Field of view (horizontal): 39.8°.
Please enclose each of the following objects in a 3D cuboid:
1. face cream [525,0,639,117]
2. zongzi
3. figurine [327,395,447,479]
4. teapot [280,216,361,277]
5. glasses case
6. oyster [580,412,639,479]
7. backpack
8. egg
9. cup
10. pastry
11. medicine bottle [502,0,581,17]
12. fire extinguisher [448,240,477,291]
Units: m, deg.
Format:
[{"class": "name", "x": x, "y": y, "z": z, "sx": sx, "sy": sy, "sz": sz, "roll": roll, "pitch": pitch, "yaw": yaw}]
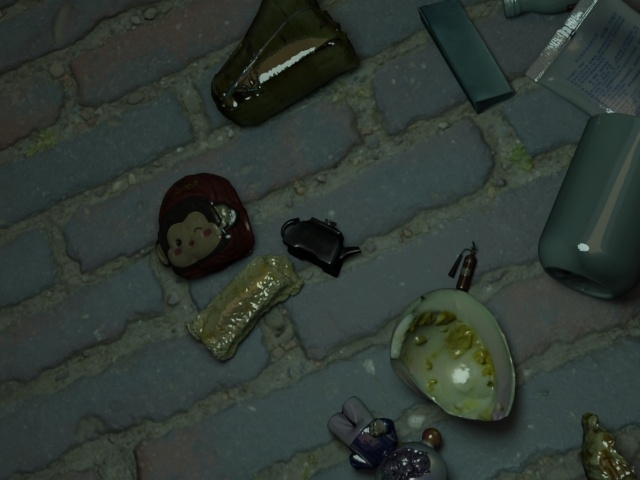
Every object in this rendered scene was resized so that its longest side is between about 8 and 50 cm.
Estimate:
[{"class": "face cream", "x": 0.635, "y": -0.313, "z": 1.759, "sx": 0.420, "sy": 0.137, "sz": 0.235, "roll": 43, "pitch": 110, "yaw": 24}, {"class": "zongzi", "x": -0.133, "y": -0.456, "z": 1.962, "sx": 0.323, "sy": 0.160, "sz": 0.360, "roll": -29, "pitch": 70, "yaw": 2}, {"class": "figurine", "x": 0.135, "y": 0.400, "z": 1.661, "sx": 0.194, "sy": 0.133, "sz": 0.274, "roll": -27, "pitch": 59, "yaw": 4}, {"class": "teapot", "x": 0.000, "y": 0.000, "z": 1.835, "sx": 0.177, "sy": 0.087, "sz": 0.096, "roll": 26, "pitch": 76, "yaw": 19}, {"class": "glasses case", "x": 0.307, "y": -0.398, "z": 1.908, "sx": 0.105, "sy": 0.056, "sz": 0.266, "roll": -18, "pitch": 68, "yaw": -19}, {"class": "oyster", "x": 0.537, "y": 0.472, "z": 1.544, "sx": 0.110, "sy": 0.166, "sz": 0.341, "roll": -22, "pitch": 86, "yaw": -3}, {"class": "backpack", "x": -0.249, "y": -0.039, "z": 1.881, "sx": 0.229, "sy": 0.139, "sz": 0.229, "roll": -4, "pitch": 82, "yaw": 28}, {"class": "egg", "x": 0.233, "y": 0.219, "z": 1.675, "sx": 0.271, "sy": 0.162, "sz": 0.206, "roll": 50, "pitch": 46, "yaw": -7}, {"class": "cup", "x": 0.545, "y": -0.059, "z": 1.664, "sx": 0.205, "sy": 0.205, "sz": 0.312, "roll": 23, "pitch": 82, "yaw": 18}, {"class": "pastry", "x": -0.154, "y": 0.133, "z": 1.832, "sx": 0.258, "sy": 0.089, "sz": 0.121, "roll": -42, "pitch": 81, "yaw": 1}, {"class": "medicine bottle", "x": 0.496, "y": -0.526, "z": 1.875, "sx": 0.216, "sy": 0.090, "sz": 0.090, "roll": -9, "pitch": 72, "yaw": 11}, {"class": "fire extinguisher", "x": 0.288, "y": 0.052, "z": 1.785, "sx": 0.046, "sy": 0.032, "sz": 0.100, "roll": 3, "pitch": 71, "yaw": 50}]
